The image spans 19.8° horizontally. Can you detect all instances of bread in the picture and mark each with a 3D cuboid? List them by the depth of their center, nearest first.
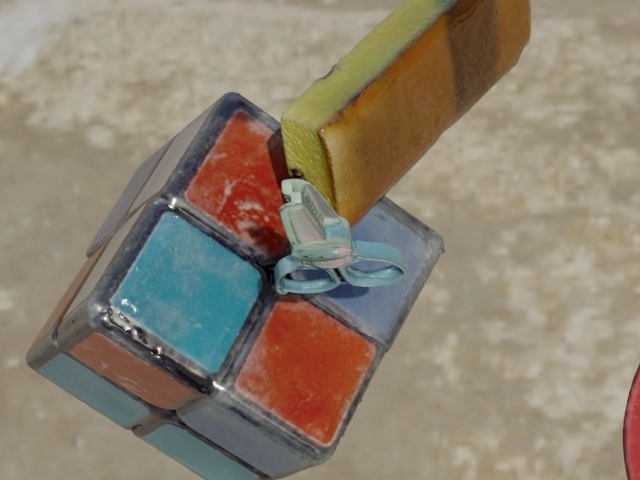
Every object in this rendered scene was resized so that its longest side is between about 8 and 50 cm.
[{"bbox_3d":[0.098,-0.170,1.892,0.077,0.138,0.361,22,51,33],"label":"bread"}]

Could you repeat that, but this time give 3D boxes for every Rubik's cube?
[{"bbox_3d":[-0.101,0.070,2.068,0.313,0.318,0.316,-60,11,-23],"label":"Rubik's cube"}]

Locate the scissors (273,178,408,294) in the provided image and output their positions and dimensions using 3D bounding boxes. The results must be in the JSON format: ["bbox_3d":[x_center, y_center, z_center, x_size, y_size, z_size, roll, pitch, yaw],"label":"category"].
[{"bbox_3d":[0.000,0.000,1.613,0.125,0.256,0.030,-9,69,9],"label":"scissors"}]

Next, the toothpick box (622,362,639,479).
[{"bbox_3d":[0.348,0.140,1.194,0.204,0.204,0.333,14,-3,30],"label":"toothpick box"}]
